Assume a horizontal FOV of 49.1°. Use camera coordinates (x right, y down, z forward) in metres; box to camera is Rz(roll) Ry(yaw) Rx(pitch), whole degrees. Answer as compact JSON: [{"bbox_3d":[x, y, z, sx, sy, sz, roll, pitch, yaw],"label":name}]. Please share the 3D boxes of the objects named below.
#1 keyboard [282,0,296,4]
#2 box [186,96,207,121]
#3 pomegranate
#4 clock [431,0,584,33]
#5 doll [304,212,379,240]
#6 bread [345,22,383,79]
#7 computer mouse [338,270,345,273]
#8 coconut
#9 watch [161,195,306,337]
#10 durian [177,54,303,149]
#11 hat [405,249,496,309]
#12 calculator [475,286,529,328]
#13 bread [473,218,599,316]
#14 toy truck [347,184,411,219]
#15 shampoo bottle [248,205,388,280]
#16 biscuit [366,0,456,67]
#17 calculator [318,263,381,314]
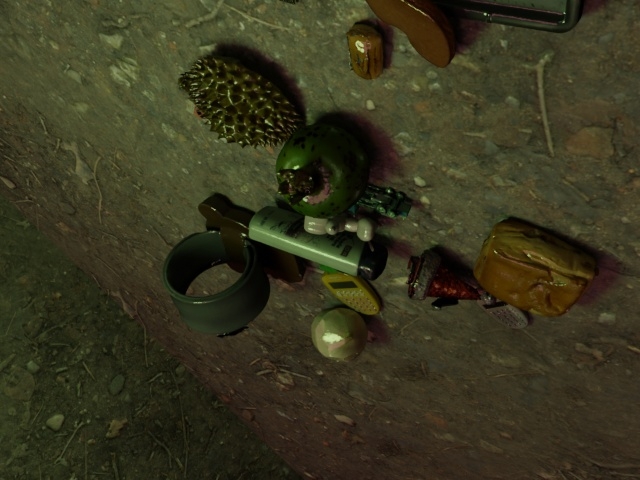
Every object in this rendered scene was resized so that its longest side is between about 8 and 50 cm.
[{"bbox_3d":[-0.067,-0.491,1.282,0.049,0.015,0.129,24,148,14],"label":"keyboard"},{"bbox_3d":[-0.293,-0.318,1.735,0.083,0.012,0.046,32,150,1],"label":"box"},{"bbox_3d":[-0.005,-0.141,1.506,0.211,0.263,0.211,8,112,19],"label":"pomegranate"},{"bbox_3d":[0.256,-0.443,1.022,0.273,0.049,0.279,18,146,24],"label":"clock"},{"bbox_3d":[0.063,-0.038,1.706,0.160,0.161,0.059,18,107,41],"label":"doll"},{"bbox_3d":[0.083,-0.350,1.308,0.072,0.053,0.106,24,154,21],"label":"bread"},{"bbox_3d":[0.068,0.054,1.883,0.172,0.057,0.099,25,147,6],"label":"computer mouse"},{"bbox_3d":[0.058,0.283,2.088,0.171,0.171,0.183,41,173,-13],"label":"coconut"},{"bbox_3d":[-0.260,0.097,1.981,0.335,0.327,0.314,15,145,26],"label":"watch"},{"bbox_3d":[-0.185,-0.315,1.542,0.306,0.166,0.172,22,118,7],"label":"durian"},{"bbox_3d":[0.313,0.108,1.692,0.227,0.129,0.140,19,179,8],"label":"hat"},{"bbox_3d":[0.446,0.164,1.730,0.166,0.024,0.103,42,149,-19],"label":"calculator"},{"bbox_3d":[0.453,0.071,1.517,0.235,0.099,0.210,26,149,11],"label":"bread"},{"bbox_3d":[0.125,-0.087,1.635,0.175,0.067,0.081,19,152,16],"label":"toy truck"},{"bbox_3d":[0.000,0.000,1.798,0.359,0.134,0.078,19,127,21],"label":"shampoo bottle"},{"bbox_3d":[0.145,-0.371,1.188,0.192,0.036,0.186,39,179,16],"label":"biscuit"},{"bbox_3d":[0.083,0.136,2.012,0.146,0.032,0.235,-8,132,47],"label":"calculator"}]
